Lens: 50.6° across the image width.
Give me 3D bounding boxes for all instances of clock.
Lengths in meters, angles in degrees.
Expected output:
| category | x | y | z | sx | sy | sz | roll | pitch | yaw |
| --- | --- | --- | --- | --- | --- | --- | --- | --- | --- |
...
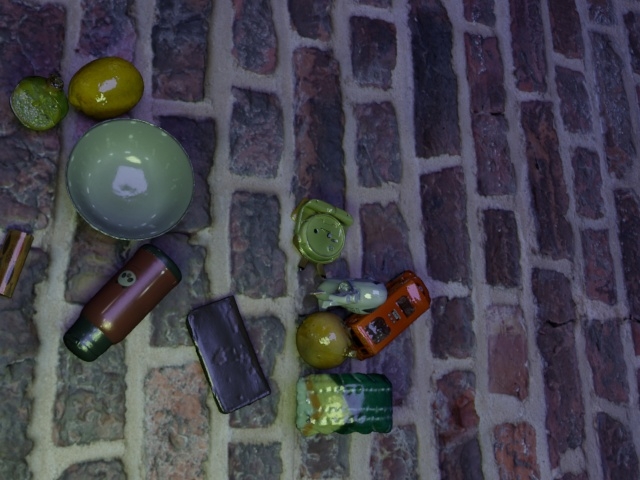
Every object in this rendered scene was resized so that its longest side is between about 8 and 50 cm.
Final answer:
| category | x | y | z | sx | sy | sz | roll | pitch | yaw |
| --- | --- | --- | --- | --- | --- | --- | --- | --- | --- |
| clock | 0.000 | 0.000 | 2.081 | 0.170 | 0.069 | 0.232 | 22 | 71 | -22 |

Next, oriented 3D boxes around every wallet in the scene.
| category | x | y | z | sx | sy | sz | roll | pitch | yaw |
| --- | --- | --- | --- | --- | --- | --- | --- | --- | --- |
| wallet | -0.263 | 0.322 | 1.907 | 0.165 | 0.042 | 0.310 | -20 | 87 | -28 |

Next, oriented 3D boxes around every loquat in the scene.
| category | x | y | z | sx | sy | sz | roll | pitch | yaw |
| --- | --- | --- | --- | --- | --- | --- | --- | --- | --- |
| loquat | 0.019 | 0.293 | 1.963 | 0.149 | 0.204 | 0.172 | -25 | 125 | -51 |

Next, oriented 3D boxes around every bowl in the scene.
| category | x | y | z | sx | sy | sz | roll | pitch | yaw |
| --- | --- | --- | --- | --- | --- | --- | --- | --- | --- |
| bowl | -0.523 | -0.148 | 1.849 | 0.337 | 0.157 | 0.337 | 5 | 76 | -22 |

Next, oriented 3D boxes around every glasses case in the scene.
| category | x | y | z | sx | sy | sz | roll | pitch | yaw |
| --- | --- | --- | --- | --- | --- | --- | --- | --- | --- |
| glasses case | -0.800 | 0.058 | 1.742 | 0.064 | 0.041 | 0.170 | 19 | 71 | -17 |

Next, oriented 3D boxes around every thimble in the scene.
| category | x | y | z | sx | sy | sz | roll | pitch | yaw |
| --- | --- | --- | --- | --- | --- | --- | --- | --- | --- |
| thimble | 0.061 | 0.458 | 1.894 | 0.288 | 0.254 | 0.167 | 6 | 73 | -25 |

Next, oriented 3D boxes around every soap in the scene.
| category | x | y | z | sx | sy | sz | roll | pitch | yaw |
| --- | --- | --- | --- | --- | --- | --- | --- | --- | --- |
| soap | -0.060 | -0.097 | 2.116 | 0.034 | 0.012 | 0.089 | 41 | 65 | -11 |

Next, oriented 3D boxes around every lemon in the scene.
| category | x | y | z | sx | sy | sz | roll | pitch | yaw |
| --- | --- | --- | --- | --- | --- | --- | --- | --- | --- |
| lemon | -0.596 | -0.422 | 1.883 | 0.207 | 0.170 | 0.170 | -37 | 93 | -25 |

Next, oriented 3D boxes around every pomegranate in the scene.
| category | x | y | z | sx | sy | sz | roll | pitch | yaw |
| --- | --- | --- | --- | --- | --- | --- | --- | --- | --- |
| pomegranate | -0.746 | -0.385 | 1.825 | 0.143 | 0.122 | 0.169 | 39 | 106 | -14 |

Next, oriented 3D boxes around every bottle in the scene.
| category | x | y | z | sx | sy | sz | roll | pitch | yaw |
| --- | --- | --- | --- | --- | --- | --- | --- | --- | --- |
| bottle | -0.527 | 0.167 | 1.779 | 0.144 | 0.144 | 0.336 | 45 | 66 | -7 |

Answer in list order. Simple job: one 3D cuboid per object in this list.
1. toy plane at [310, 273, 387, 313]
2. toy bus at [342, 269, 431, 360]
| category | x | y | z | sx | sy | sz | roll | pitch | yaw |
| --- | --- | --- | --- | --- | --- | --- | --- | --- | --- |
| toy plane | 0.087 | 0.163 | 1.996 | 0.244 | 0.244 | 0.118 | -4 | 95 | -24 |
| toy bus | 0.220 | 0.219 | 2.081 | 0.329 | 0.153 | 0.143 | -35 | 92 | -27 |
